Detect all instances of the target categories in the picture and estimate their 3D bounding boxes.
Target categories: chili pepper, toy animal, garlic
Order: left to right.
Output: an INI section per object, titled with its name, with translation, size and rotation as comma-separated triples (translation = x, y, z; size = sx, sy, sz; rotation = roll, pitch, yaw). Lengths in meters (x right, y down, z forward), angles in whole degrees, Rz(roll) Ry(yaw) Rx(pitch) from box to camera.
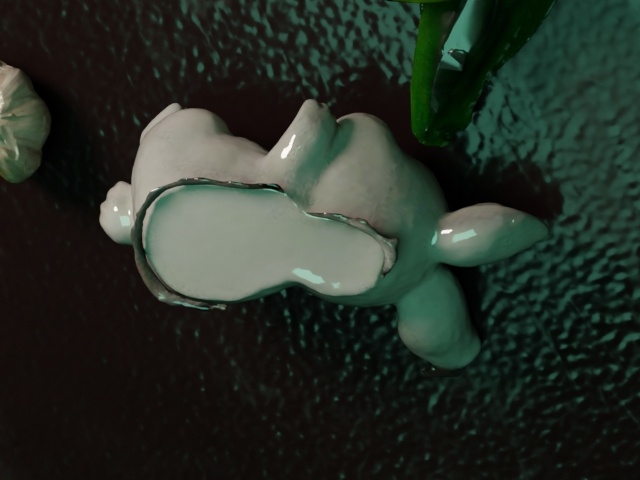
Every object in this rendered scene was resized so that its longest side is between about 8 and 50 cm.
[garlic]
translation = -0.264, -0.103, 1.435
size = 0.074, 0.094, 0.113
rotation = -28, 93, -19
[toy animal]
translation = -0.001, -0.006, 1.352
size = 0.325, 0.154, 0.208
rotation = 27, 122, -2
[chili pepper]
translation = 0.122, -0.170, 1.314
size = 0.108, 0.062, 0.216
rotation = 22, 113, 8

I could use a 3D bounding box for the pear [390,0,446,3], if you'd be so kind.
[pear]
translation = 0.059, -0.363, 1.175
size = 0.399, 0.165, 0.399
rotation = 2, 95, 18
